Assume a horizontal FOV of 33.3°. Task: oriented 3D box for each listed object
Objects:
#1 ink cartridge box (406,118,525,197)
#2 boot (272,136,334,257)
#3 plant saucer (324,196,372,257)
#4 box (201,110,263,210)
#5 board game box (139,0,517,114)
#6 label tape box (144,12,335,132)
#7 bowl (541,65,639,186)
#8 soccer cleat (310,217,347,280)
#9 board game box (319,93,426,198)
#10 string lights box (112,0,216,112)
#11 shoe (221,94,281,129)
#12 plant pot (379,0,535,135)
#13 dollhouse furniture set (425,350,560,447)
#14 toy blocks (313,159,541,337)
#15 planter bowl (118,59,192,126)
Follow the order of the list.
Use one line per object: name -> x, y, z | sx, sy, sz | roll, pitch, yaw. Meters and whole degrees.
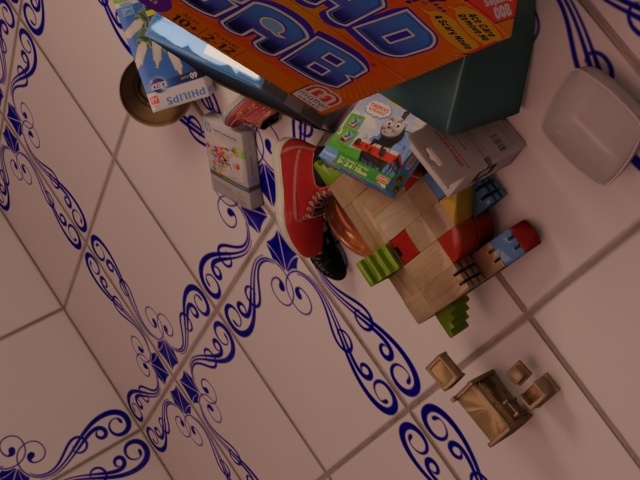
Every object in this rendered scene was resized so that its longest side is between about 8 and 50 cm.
ink cartridge box -> 0.212, -0.138, 1.632 | 0.104, 0.180, 0.060 | 54, 148, 14
boot -> -0.003, -0.068, 2.022 | 0.176, 0.088, 0.244 | 17, 123, 48
plant saucer -> 0.073, -0.064, 2.028 | 0.200, 0.037, 0.200 | 34, 138, 37
box -> -0.191, -0.173, 2.326 | 0.145, 0.038, 0.186 | 29, 135, 42
board game box -> 0.018, -0.432, 1.344 | 0.356, 0.356, 0.356 | 28, 153, -32
label tape box -> -0.114, -0.313, 1.902 | 0.249, 0.348, 0.115 | 27, 93, 22
bowl -> 0.388, -0.163, 1.481 | 0.142, 0.053, 0.142 | 50, 147, 21
soccer cleat -> 0.000, 0.000, 2.163 | 0.179, 0.060, 0.072 | 57, 147, 13
board game box -> 0.117, -0.186, 1.724 | 0.160, 0.211, 0.039 | 30, 170, 41
string lights box -> -0.326, -0.413, 2.237 | 0.077, 0.133, 0.259 | -72, -35, -71
shoe -> -0.139, -0.252, 2.163 | 0.178, 0.063, 0.081 | -38, 76, 54
plant pot -> 0.206, -0.304, 1.540 | 0.166, 0.165, 0.234 | 39, 133, 33
dollhouse furniture set -> 0.314, 0.237, 1.892 | 0.182, 0.101, 0.161 | 51, 122, 18
toy blocks -> 0.188, -0.050, 1.773 | 0.381, 0.191, 0.261 | 57, 137, 9
planter bowl -> -0.364, -0.336, 2.361 | 0.109, 0.162, 0.162 | -131, 22, -73
